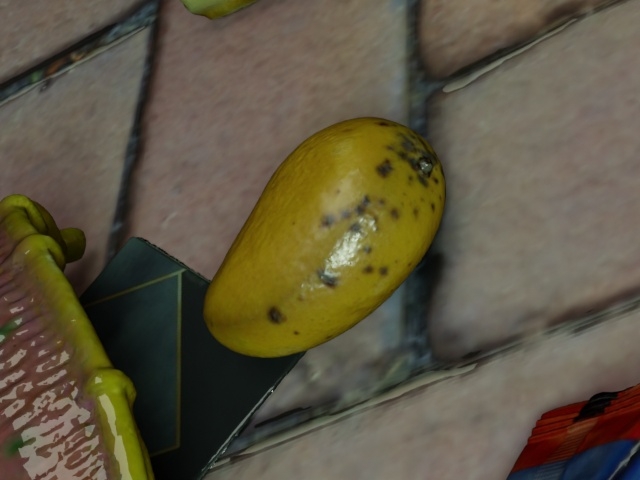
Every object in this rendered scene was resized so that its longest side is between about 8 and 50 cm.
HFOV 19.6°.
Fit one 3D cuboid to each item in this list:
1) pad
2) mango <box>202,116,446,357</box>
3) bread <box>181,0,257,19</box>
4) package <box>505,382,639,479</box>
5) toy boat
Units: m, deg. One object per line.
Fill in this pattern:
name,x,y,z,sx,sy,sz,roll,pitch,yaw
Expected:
pad,-0.122,0.109,0.780,0.243,0.004,0.164,-50,35,-10
mango,0.000,0.000,0.730,0.114,0.057,0.079,-41,40,6
bread,-0.035,-0.329,0.963,0.245,0.233,0.361,-26,37,23
package,0.056,0.125,0.555,0.083,0.022,0.200,-28,30,59
toy boat,-0.111,0.071,0.728,0.318,0.099,0.141,-121,39,-55
